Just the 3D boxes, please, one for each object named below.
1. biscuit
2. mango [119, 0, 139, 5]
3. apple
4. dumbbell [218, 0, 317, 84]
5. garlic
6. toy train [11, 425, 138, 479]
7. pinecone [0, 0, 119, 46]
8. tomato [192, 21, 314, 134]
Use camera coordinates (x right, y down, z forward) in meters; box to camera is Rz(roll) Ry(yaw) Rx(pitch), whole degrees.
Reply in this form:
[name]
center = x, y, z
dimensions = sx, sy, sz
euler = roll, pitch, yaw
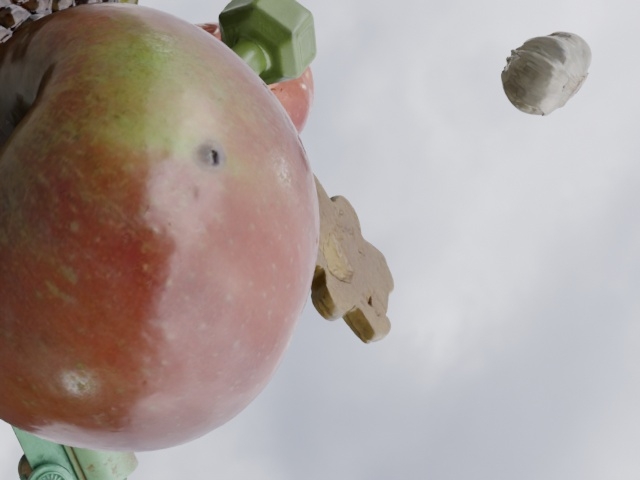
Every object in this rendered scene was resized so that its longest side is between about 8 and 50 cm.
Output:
[biscuit]
center = -0.003, 0.001, 1.470
dimensions = 0.035, 0.249, 0.184
euler = -27, -147, 25
[mango]
center = -0.294, -0.280, 1.702
dimensions = 0.251, 0.114, 0.156
euler = -42, -130, 33
[apple]
center = -0.163, -0.007, 1.077
dimensions = 0.348, 0.277, 0.348
euler = -31, -140, 30
[dumbbell]
center = -0.114, -0.171, 1.555
dimensions = 0.302, 0.108, 0.121
euler = -55, 152, -36
[garlic]
center = 0.267, -0.202, 1.618
dimensions = 0.113, 0.094, 0.074
euler = -49, 179, -6
[toy train]
center = -0.371, 0.247, 1.931
dimensions = 0.285, 0.177, 0.116
euler = 68, -14, -14
[pinecone]
center = -0.358, -0.274, 1.367
dimensions = 0.296, 0.298, 0.242
euler = 42, -50, 44
[tomato]
center = -0.134, -0.197, 1.921
dimensions = 0.260, 0.260, 0.180
euler = -109, -175, -53
